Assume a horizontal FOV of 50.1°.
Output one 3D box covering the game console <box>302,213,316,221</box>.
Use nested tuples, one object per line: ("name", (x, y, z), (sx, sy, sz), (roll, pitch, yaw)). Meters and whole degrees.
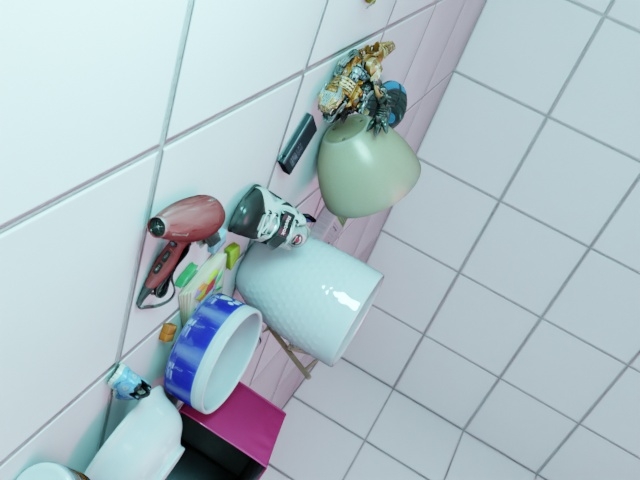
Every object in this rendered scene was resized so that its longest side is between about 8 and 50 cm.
("game console", (-0.073, -0.034, 1.919), (0.122, 0.107, 0.071), (32, 59, -80))

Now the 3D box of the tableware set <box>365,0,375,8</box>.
("tableware set", (0.130, -0.600, 1.528), (0.104, 0.024, 0.154), (-52, 166, -50))

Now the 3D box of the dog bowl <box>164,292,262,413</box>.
("dog bowl", (-0.244, 0.260, 1.589), (0.265, 0.104, 0.265), (-58, 164, -27))

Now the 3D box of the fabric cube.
("fabric cube", (-0.276, 0.527, 1.755), (0.259, 0.254, 0.258), (-56, -177, 17))

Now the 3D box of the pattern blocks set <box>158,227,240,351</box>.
("pattern blocks set", (-0.266, 0.120, 1.550), (0.285, 0.026, 0.325), (-56, 168, -23))

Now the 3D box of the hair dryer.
("hair dryer", (-0.249, 0.019, 1.226), (0.224, 0.080, 0.293), (-56, 168, -21))

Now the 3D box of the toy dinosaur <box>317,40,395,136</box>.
("toy dinosaur", (0.105, -0.382, 1.668), (0.322, 0.164, 0.218), (-33, 142, -20))

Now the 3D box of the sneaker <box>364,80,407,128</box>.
("sneaker", (0.152, -0.339, 2.124), (0.341, 0.125, 0.139), (-63, -163, -3))

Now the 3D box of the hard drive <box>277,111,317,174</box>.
("hard drive", (-0.053, -0.229, 1.630), (0.135, 0.022, 0.094), (-59, 169, -7))

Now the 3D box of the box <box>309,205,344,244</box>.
("box", (0.000, 0.000, 2.371), (0.322, 0.058, 0.232), (-59, 169, -4))

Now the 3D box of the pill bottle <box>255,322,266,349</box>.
("pill bottle", (-0.227, 0.280, 1.909), (0.193, 0.108, 0.108), (-54, 167, -34))

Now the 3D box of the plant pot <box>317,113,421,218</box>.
("plant pot", (0.105, -0.223, 1.833), (0.284, 0.284, 0.191), (-54, 132, -31))

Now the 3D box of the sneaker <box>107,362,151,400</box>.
("sneaker", (-0.377, 0.301, 1.378), (0.063, 0.073, 0.162), (-57, 172, -19))

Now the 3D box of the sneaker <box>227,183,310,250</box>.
("sneaker", (-0.101, -0.043, 1.581), (0.122, 0.146, 0.330), (-61, 168, 9))

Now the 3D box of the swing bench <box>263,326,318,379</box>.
("swing bench", (-0.055, 0.259, 2.224), (0.165, 0.254, 0.253), (-31, 150, -51))

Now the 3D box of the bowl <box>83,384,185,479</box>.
("bowl", (-0.390, 0.474, 1.489), (0.298, 0.134, 0.298), (-55, 176, -5))

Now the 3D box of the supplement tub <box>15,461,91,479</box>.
("supplement tub", (-0.478, 0.473, 1.246), (0.117, 0.117, 0.190), (-56, 169, -22))

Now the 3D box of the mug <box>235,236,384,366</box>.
("mug", (-0.035, 0.134, 1.829), (0.276, 0.328, 0.374), (-60, 169, -3))
